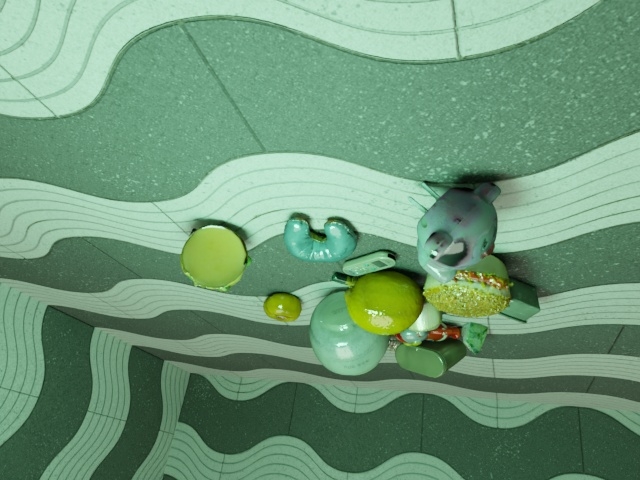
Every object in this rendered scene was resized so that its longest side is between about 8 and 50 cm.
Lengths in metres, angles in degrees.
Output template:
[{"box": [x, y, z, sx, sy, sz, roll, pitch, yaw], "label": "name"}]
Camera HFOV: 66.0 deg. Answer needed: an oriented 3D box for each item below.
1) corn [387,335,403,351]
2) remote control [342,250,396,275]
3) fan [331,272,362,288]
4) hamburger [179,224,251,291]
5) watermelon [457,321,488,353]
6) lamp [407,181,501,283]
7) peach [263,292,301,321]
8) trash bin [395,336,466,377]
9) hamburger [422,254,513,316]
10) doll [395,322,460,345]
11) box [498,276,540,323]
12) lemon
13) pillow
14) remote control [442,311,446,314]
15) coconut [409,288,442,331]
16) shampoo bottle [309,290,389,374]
[{"box": [0.328, 0.471, 2.332, 0.335, 0.127, 0.126, 18, 152, -19], "label": "corn"}, {"box": [0.167, 0.079, 1.709, 0.078, 0.042, 0.221, 30, 146, -33], "label": "remote control"}, {"box": [0.117, 0.156, 1.877, 0.155, 0.039, 0.082, 18, 153, -12], "label": "fan"}, {"box": [-0.352, 0.063, 1.667, 0.237, 0.237, 0.149, 13, 171, -6], "label": "hamburger"}, {"box": [0.663, 0.400, 2.174, 0.097, 0.121, 0.158, 32, -167, -11], "label": "watermelon"}, {"box": [0.333, -0.034, 1.291, 0.247, 0.247, 0.301, 46, 171, 14], "label": "lamp"}, {"box": [-0.166, 0.296, 2.175, 0.179, 0.103, 0.179, 11, 154, 5], "label": "peach"}, {"box": [0.496, 0.504, 2.204, 0.243, 0.121, 0.247, 7, -170, 39], "label": "trash bin"}, {"box": [0.474, 0.155, 1.599, 0.275, 0.179, 0.294, 6, 154, 13], "label": "hamburger"}, {"box": [0.442, 0.400, 2.124, 0.336, 0.106, 0.199, 7, 168, -29], "label": "doll"}, {"box": [0.674, 0.201, 1.702, 0.172, 0.124, 0.093, 20, 141, -22], "label": "box"}, {"box": [0.231, 0.221, 1.754, 0.263, 0.236, 0.236, 2, 153, 25], "label": "lemon"}, {"box": [0.000, 0.000, 1.566, 0.233, 0.086, 0.214, 4, 148, 7], "label": "pillow"}, {"box": [0.449, 0.279, 2.005, 0.107, 0.044, 0.377, 33, 145, -32], "label": "remote control"}, {"box": [0.387, 0.263, 1.881, 0.147, 0.153, 0.147, -11, 178, 0], "label": "coconut"}, {"box": [0.113, 0.374, 1.991, 0.322, 0.323, 0.317, 0, 146, 19], "label": "shampoo bottle"}]
